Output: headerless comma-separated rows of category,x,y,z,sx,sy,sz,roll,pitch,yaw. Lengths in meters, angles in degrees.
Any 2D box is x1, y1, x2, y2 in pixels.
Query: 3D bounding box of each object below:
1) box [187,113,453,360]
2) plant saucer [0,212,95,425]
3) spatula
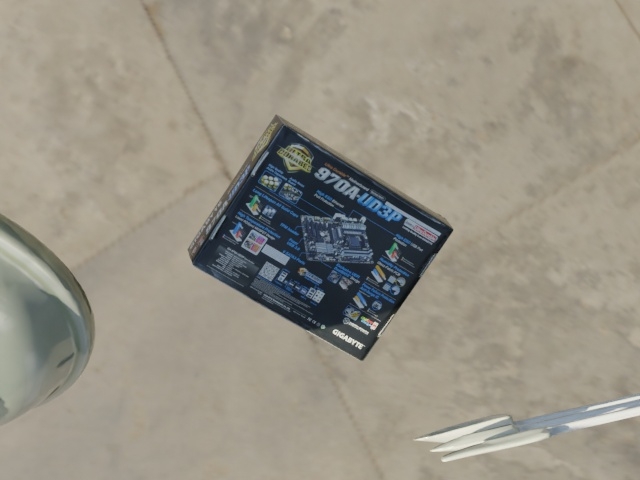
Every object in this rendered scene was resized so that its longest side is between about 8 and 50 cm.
box,0.000,0.000,1.630,0.220,0.051,0.175,30,100,-18
plant saucer,-0.379,0.078,1.209,0.401,0.400,0.100,-8,55,21
spatula,0.201,0.139,1.259,0.242,0.168,0.019,-13,85,-5
